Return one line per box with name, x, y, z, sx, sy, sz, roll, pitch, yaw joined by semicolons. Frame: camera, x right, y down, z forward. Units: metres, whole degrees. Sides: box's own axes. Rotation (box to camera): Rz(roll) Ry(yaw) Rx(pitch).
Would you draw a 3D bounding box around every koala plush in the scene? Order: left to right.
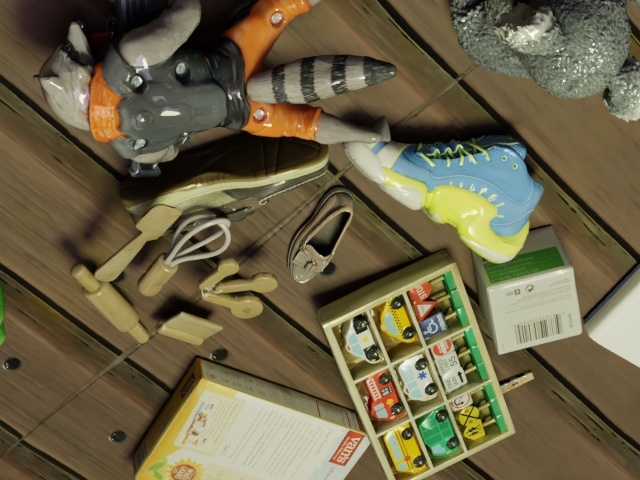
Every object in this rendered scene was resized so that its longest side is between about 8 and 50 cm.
koala plush;0.231;-0.207;1.448;0.196;0.221;0.203;28;115;-27

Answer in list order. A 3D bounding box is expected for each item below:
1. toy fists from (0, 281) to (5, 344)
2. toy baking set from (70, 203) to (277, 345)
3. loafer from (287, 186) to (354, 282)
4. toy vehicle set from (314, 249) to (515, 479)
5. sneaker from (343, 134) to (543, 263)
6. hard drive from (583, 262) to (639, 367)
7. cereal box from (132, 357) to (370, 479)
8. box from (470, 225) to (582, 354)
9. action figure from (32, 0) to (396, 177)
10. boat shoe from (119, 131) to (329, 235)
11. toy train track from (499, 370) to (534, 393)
toy fists;-0.411;0.023;1.570;0.142;0.096;0.279;-7;128;6
toy baking set;-0.161;0.036;1.620;0.196;0.030;0.256;-20;143;17
loafer;0.000;0.000;1.661;0.045;0.039;0.125;17;120;-22
toy vehicle set;0.114;0.155;1.764;0.166;0.035;0.267;-26;122;-5
sneaker;0.140;-0.080;1.619;0.240;0.091;0.126;32;95;-28
hard drive;0.490;0.038;1.779;0.210;0.040;0.319;29;115;-26
cereal box;-0.080;0.248;1.815;0.240;0.047;0.173;22;117;-25
box;0.232;0.056;1.714;0.101;0.087;0.102;-14;125;-1
action figure;-0.110;-0.191;1.426;0.330;0.178;0.341;-13;124;-6
boat shoe;-0.095;-0.057;1.586;0.223;0.080;0.073;-13;132;5
toy train track;0.218;0.179;1.845;0.083;0.014;0.048;-25;118;0
